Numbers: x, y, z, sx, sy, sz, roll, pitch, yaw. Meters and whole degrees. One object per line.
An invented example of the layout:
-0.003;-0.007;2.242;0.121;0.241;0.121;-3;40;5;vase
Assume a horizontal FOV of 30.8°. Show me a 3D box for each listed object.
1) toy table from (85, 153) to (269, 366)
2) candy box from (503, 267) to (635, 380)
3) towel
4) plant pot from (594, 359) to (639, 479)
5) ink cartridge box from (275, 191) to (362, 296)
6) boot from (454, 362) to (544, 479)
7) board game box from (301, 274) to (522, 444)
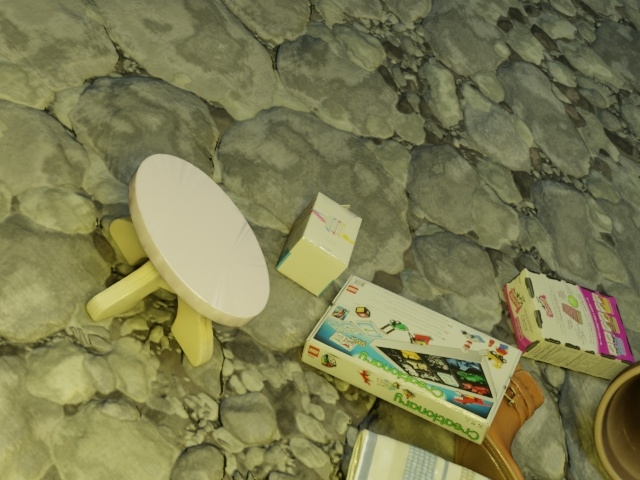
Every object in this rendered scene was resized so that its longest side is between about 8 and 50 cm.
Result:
-0.202;0.033;1.665;0.252;0.161;0.274;-2;58;-41;toy table
0.465;0.159;2.174;0.233;0.071;0.159;18;46;-28;candy box
0.150;0.411;1.668;0.285;0.034;0.209;24;64;-21;towel
0.633;0.315;2.066;0.263;0.263;0.229;49;22;8;plant pot
0.000;0.000;1.916;0.090;0.092;0.143;32;39;-12;ink cartridge box
0.292;0.304;1.885;0.220;0.109;0.283;-14;54;-44;boot
0.146;0.180;1.826;0.305;0.053;0.193;24;39;11;board game box
